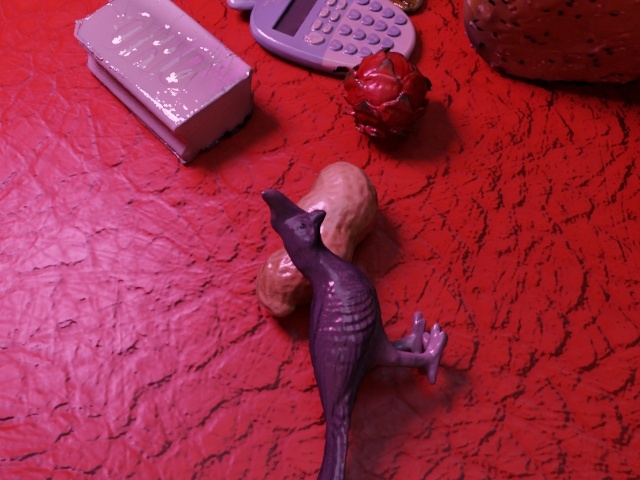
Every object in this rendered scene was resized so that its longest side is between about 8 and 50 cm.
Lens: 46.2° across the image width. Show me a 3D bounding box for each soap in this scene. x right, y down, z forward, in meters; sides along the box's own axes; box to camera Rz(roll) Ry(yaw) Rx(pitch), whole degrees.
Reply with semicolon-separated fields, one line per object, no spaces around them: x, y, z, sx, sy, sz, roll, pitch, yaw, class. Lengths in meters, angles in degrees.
-0.220;-0.247;1.068;0.150;0.094;0.261;-38;67;-23;soap

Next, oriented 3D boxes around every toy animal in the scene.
0.045;0.122;0.838;0.206;0.081;0.367;-3;81;-29;toy animal

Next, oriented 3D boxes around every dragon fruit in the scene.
0.092;-0.204;1.048;0.121;0.130;0.142;-22;56;23;dragon fruit

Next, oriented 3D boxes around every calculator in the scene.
0.001;-0.342;1.167;0.302;0.042;0.188;22;61;11;calculator

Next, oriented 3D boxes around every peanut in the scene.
0.000;-0.001;0.929;0.104;0.085;0.228;18;60;17;peanut

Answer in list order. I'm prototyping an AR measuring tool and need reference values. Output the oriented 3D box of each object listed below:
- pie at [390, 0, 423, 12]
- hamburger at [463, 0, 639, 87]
0.130;-0.400;1.220;0.084;0.021;0.084;1;57;-2;pie
0.360;-0.364;1.033;0.318;0.277;0.195;8;71;17;hamburger
